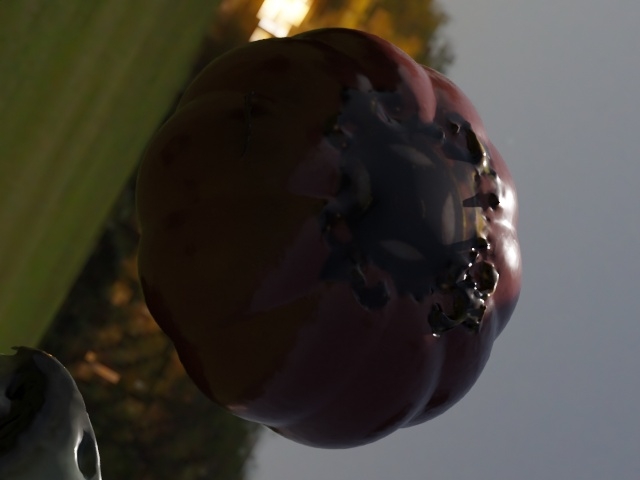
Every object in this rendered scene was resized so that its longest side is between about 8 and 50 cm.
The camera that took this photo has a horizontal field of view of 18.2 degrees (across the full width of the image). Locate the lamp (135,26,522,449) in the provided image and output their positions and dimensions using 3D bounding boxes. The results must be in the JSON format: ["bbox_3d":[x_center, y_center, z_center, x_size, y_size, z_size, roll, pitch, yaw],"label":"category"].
[{"bbox_3d":[0.000,0.000,0.854,0.140,0.182,0.182,-16,-141,51],"label":"lamp"}]

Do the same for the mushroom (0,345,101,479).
[{"bbox_3d":[-0.261,0.151,1.061,0.267,0.190,0.164,-23,176,-45],"label":"mushroom"}]
